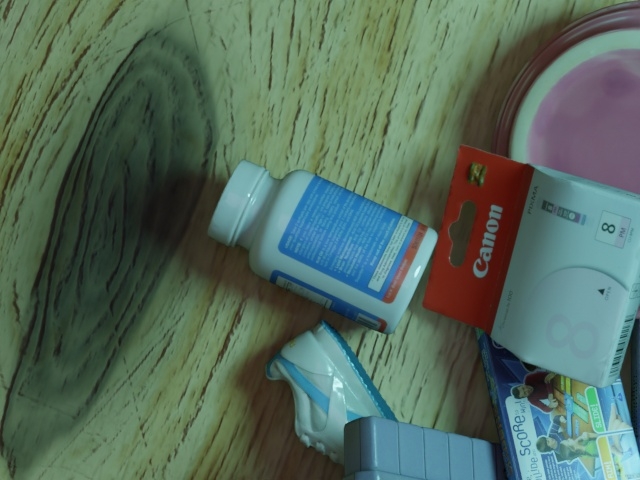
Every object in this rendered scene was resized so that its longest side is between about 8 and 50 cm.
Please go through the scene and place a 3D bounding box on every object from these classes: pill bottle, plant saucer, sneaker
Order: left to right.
[{"bbox_3d":[0.000,0.000,1.635,0.221,0.124,0.124,25,86,2],"label":"pill bottle"},{"bbox_3d":[0.030,0.201,1.644,0.092,0.087,0.229,-33,79,5],"label":"sneaker"},{"bbox_3d":[0.323,-0.085,1.593,0.332,0.084,0.332,-2,86,28],"label":"plant saucer"}]

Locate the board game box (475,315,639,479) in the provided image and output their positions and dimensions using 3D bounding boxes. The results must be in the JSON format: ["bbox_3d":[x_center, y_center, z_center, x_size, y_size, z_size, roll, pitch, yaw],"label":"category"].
[{"bbox_3d":[0.248,0.169,1.629,0.136,0.035,0.201,-7,70,-8],"label":"board game box"}]

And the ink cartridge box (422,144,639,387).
[{"bbox_3d":[0.211,0.022,1.572,0.232,0.066,0.189,18,103,25],"label":"ink cartridge box"}]

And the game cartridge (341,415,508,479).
[{"bbox_3d":[0.116,0.361,1.527,0.068,0.230,0.355,-18,64,39],"label":"game cartridge"}]

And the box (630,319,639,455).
[{"bbox_3d":[0.363,0.088,1.654,0.067,0.063,0.324,0,85,1],"label":"box"}]
